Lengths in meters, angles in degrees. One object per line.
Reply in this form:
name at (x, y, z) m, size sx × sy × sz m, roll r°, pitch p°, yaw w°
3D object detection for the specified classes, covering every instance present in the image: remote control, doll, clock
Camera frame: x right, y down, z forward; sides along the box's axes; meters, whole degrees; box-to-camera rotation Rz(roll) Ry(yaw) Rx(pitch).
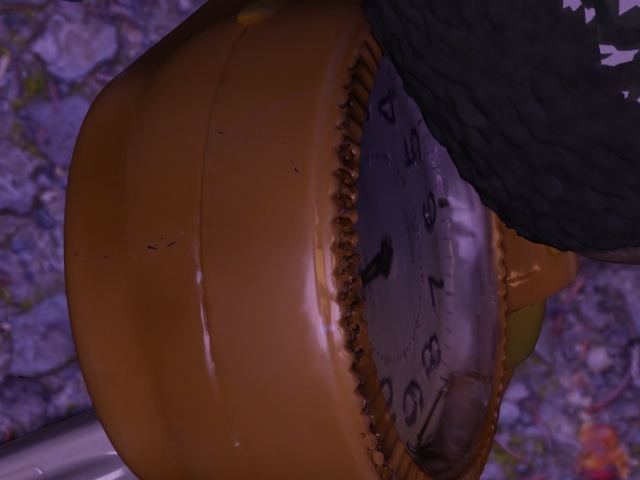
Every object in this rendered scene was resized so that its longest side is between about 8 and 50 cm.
remote control at (-0.146, 0.153, 0.976) m, size 0.230 × 0.049 × 0.090 m, roll -22°, pitch 104°, yaw 15°
doll at (0.107, -0.163, 0.600) m, size 0.247 × 0.247 × 0.349 m, roll -29°, pitch 102°, yaw 17°
clock at (0.000, 0.000, 0.764) m, size 0.200 × 0.317 × 0.244 m, roll -9°, pitch 105°, yaw 20°
